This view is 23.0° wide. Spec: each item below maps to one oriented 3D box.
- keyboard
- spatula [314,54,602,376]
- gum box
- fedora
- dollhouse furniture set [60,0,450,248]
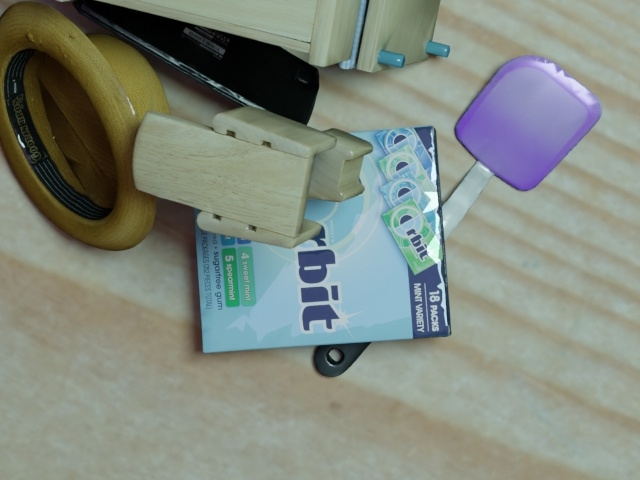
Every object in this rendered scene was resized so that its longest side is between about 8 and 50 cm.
[{"bbox_3d":[-0.089,-0.146,1.173,0.192,0.038,0.100,30,46,-10],"label":"keyboard"},{"bbox_3d":[0.093,-0.014,1.204,0.084,0.030,0.296,40,88,-2],"label":"spatula"},{"bbox_3d":[0.000,0.000,1.175,0.184,0.041,0.157,-5,88,7],"label":"gum box"},{"bbox_3d":[-0.163,-0.089,1.144,0.079,0.194,0.194,-28,93,-37],"label":"fedora"},{"bbox_3d":[-0.025,-0.181,1.118,0.198,0.303,0.286,17,108,20],"label":"dollhouse furniture set"}]
